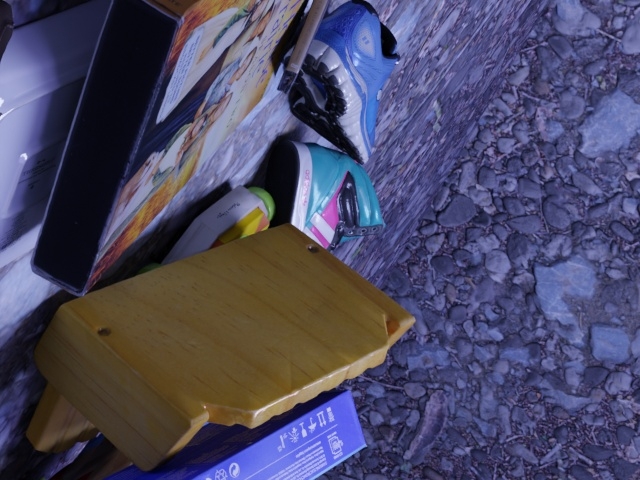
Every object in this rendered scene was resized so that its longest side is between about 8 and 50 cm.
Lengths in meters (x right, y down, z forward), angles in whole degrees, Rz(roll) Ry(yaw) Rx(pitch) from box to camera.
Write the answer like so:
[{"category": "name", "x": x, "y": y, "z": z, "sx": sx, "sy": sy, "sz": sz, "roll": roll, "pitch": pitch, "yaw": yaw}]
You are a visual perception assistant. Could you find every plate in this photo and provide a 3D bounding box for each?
[{"category": "plate", "x": -0.252, "y": -0.065, "z": 1.142, "sx": 0.277, "sy": 0.045, "sz": 0.278, "roll": -40, "pitch": 162, "yaw": -55}]

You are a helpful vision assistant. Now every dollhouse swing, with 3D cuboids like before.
[{"category": "dollhouse swing", "x": -0.135, "y": 0.185, "z": 1.616, "sx": 0.347, "sy": 0.315, "sz": 0.305, "roll": -21, "pitch": 137, "yaw": -42}]

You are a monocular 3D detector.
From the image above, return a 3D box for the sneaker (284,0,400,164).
[{"category": "sneaker", "x": 0.048, "y": -0.209, "z": 1.785, "sx": 0.147, "sy": 0.130, "sz": 0.330, "roll": -50, "pitch": 169, "yaw": -11}]

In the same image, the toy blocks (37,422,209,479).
[{"category": "toy blocks", "x": -0.286, "y": 0.339, "z": 1.794, "sx": 0.381, "sy": 0.190, "sz": 0.261, "roll": -32, "pitch": -169, "yaw": 26}]

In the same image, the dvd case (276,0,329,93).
[{"category": "dvd case", "x": 0.006, "y": -0.271, "z": 1.470, "sx": 0.164, "sy": 0.018, "sz": 0.221, "roll": 163, "pitch": -51, "yaw": -85}]

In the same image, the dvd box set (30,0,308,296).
[{"category": "dvd box set", "x": -0.103, "y": -0.173, "z": 1.243, "sx": 0.307, "sy": 0.062, "sz": 0.420, "roll": -63, "pitch": 175, "yaw": 37}]

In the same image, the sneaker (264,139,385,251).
[{"category": "sneaker", "x": 0.000, "y": 0.000, "z": 1.951, "sx": 0.178, "sy": 0.124, "sz": 0.295, "roll": -1, "pitch": 113, "yaw": -33}]

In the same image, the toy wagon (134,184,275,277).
[{"category": "toy wagon", "x": -0.178, "y": 0.077, "z": 1.843, "sx": 0.267, "sy": 0.068, "sz": 0.344, "roll": -41, "pitch": 163, "yaw": -51}]

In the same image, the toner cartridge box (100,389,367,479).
[{"category": "toner cartridge box", "x": -0.118, "y": 0.261, "z": 1.497, "sx": 0.165, "sy": 0.075, "sz": 0.348, "roll": -14, "pitch": -174, "yaw": 41}]

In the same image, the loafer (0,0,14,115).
[{"category": "loafer", "x": -0.257, "y": -0.077, "z": 0.943, "sx": 0.078, "sy": 0.080, "sz": 0.220, "roll": -18, "pitch": 144, "yaw": -50}]
